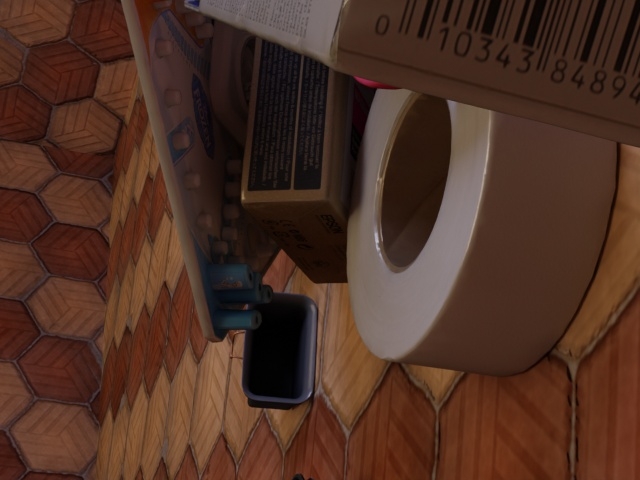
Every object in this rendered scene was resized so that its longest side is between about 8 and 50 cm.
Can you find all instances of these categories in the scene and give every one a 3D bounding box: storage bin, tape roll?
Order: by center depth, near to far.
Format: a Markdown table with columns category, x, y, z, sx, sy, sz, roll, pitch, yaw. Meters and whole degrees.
| category | x | y | z | sx | sy | sz | roll | pitch | yaw |
| --- | --- | --- | --- | --- | --- | --- | --- | --- | --- |
| tape roll | 0.113 | -0.041 | 0.912 | 0.286 | 0.100 | 0.286 | -170 | 90 | -74 |
| storage bin | -0.060 | 0.141 | 1.414 | 0.091 | 0.098 | 0.135 | 110 | 164 | -64 |

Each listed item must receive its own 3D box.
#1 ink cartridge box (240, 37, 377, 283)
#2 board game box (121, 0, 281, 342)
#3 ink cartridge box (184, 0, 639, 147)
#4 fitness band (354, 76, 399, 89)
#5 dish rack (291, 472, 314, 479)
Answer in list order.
| category | x | y | z | sx | sy | sz | roll | pitch | yaw |
| --- | --- | --- | --- | --- | --- | --- | --- | --- | --- |
| ink cartridge box | 0.006 | -0.083 | 1.127 | 0.234 | 0.088 | 0.193 | 50 | -138 | -65 |
| board game box | -0.065 | -0.160 | 1.153 | 0.390 | 0.050 | 0.389 | -59 | -38 | -60 |
| ink cartridge box | 0.120 | -0.086 | 0.520 | 0.330 | 0.324 | 0.071 | -133 | 55 | -69 |
| fitness band | 0.082 | -0.228 | 0.812 | 0.291 | 0.054 | 0.208 | 127 | 141 | -53 |
| dish rack | -0.010 | 0.387 | 1.120 | 0.208 | 0.074 | 0.271 | -105 | 28 | -58 |
